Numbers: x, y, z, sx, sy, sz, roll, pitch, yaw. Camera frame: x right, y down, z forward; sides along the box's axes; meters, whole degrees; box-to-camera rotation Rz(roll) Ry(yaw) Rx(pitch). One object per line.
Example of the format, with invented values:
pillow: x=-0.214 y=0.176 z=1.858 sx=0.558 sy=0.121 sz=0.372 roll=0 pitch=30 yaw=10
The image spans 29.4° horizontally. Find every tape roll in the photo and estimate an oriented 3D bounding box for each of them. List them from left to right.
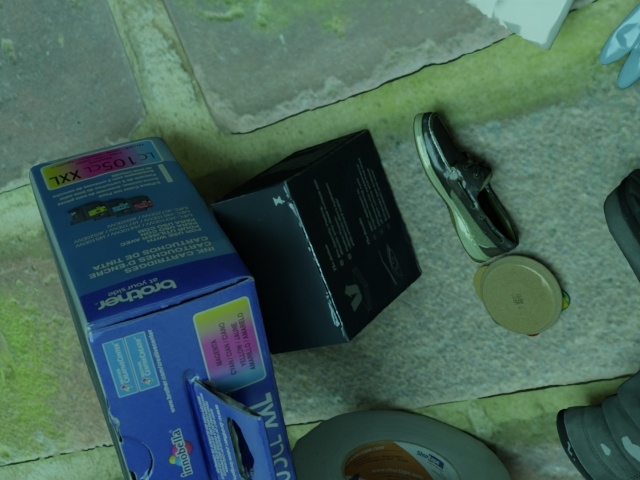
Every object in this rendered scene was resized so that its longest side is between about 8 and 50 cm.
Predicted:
tape roll: x=0.073 y=0.254 z=1.173 sx=0.219 sy=0.219 sz=0.072 roll=20 pitch=119 yaw=22

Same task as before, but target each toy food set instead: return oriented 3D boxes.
toy food set: x=0.187 y=0.051 z=1.133 sx=0.083 sy=0.020 sz=0.082 roll=-32 pitch=94 yaw=37

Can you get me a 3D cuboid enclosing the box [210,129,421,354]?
box: x=0.000 y=0.000 z=1.135 sx=0.093 sy=0.158 sz=0.156 roll=-13 pitch=104 yaw=35

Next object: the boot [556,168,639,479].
boot: x=0.285 y=0.122 z=1.045 sx=0.223 sy=0.118 sz=0.338 roll=-31 pitch=95 yaw=39

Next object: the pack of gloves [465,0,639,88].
pack of gloves: x=0.254 y=-0.241 z=0.952 sx=0.195 sy=0.046 sz=0.232 roll=34 pitch=115 yaw=13

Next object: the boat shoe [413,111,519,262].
boat shoe: x=0.133 y=-0.053 z=1.100 sx=0.049 sy=0.056 sz=0.152 roll=-19 pitch=111 yaw=31

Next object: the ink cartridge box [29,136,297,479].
ink cartridge box: x=-0.140 y=0.105 z=1.120 sx=0.395 sy=0.151 sz=0.270 roll=-125 pitch=22 yaw=-58
